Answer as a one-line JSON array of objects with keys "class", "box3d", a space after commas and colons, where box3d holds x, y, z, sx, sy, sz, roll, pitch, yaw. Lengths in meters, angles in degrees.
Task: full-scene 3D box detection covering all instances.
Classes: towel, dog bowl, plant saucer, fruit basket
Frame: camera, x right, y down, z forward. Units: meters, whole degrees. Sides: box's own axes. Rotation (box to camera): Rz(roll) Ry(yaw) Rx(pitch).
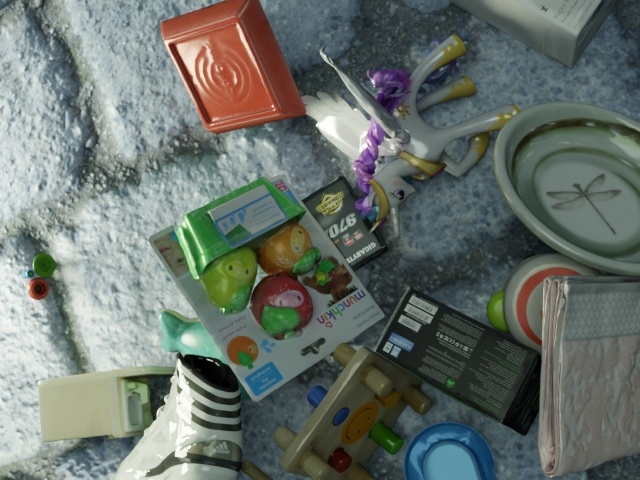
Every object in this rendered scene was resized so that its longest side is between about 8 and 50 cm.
[{"class": "towel", "box3d": [0.482, 0.214, 1.416, 0.053, 0.331, 0.317, 3, 92, 51]}, {"class": "dog bowl", "box3d": [0.259, 0.481, 1.559, 0.165, 0.074, 0.297, -19, 77, 10]}, {"class": "plant saucer", "box3d": [-0.186, -0.335, 1.687, 0.259, 0.048, 0.259, -5, 120, 37]}, {"class": "fruit basket", "box3d": [-0.090, 0.066, 1.560, 0.327, 0.165, 0.353, -29, 73, -32]}, {"class": "plant saucer", "box3d": [0.490, -0.079, 1.525, 0.400, 0.101, 0.401, 6, 51, -8]}]

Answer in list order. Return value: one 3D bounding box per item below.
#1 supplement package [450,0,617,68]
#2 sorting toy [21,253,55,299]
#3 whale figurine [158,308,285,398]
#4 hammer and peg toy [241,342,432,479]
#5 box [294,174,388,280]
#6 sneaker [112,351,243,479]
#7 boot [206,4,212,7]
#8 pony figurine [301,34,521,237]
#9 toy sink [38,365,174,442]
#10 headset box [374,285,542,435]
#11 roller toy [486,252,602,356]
[{"class": "supplement package", "box3d": [0.407, -0.497, 1.629, 0.292, 0.175, 0.178, 34, 91, 16]}, {"class": "sorting toy", "box3d": [-0.617, 0.078, 1.846, 0.042, 0.061, 0.102, -7, 69, 47]}, {"class": "whale figurine", "box3d": [-0.197, 0.217, 1.643, 0.271, 0.216, 0.141, 13, 40, 11]}, {"class": "hammer and peg toy", "box3d": [0.030, 0.368, 1.534, 0.127, 0.266, 0.361, 36, 89, 35]}, {"class": "box", "box3d": [0.000, 0.000, 1.708, 0.220, 0.051, 0.175, -32, 75, 7]}, {"class": "sneaker", "box3d": [-0.249, 0.352, 1.582, 0.169, 0.447, 0.258, 19, 65, -26]}, {"class": "boot", "box3d": [-0.157, -0.363, 1.740, 0.088, 0.176, 0.244, -34, 76, 5]}, {"class": "pony figurine", "box3d": [0.151, -0.226, 1.622, 0.363, 0.303, 0.351, -37, 83, -10]}, {"class": "toy sink", "box3d": [-0.419, 0.331, 1.702, 0.234, 0.153, 0.131, -10, 79, 10]}, {"class": "headset box", "box3d": [0.264, 0.217, 1.490, 0.246, 0.283, 0.131, 27, 86, 26]}, {"class": "roller toy", "box3d": [0.426, 0.119, 1.541, 0.209, 0.146, 0.191, 36, 95, 7]}]
